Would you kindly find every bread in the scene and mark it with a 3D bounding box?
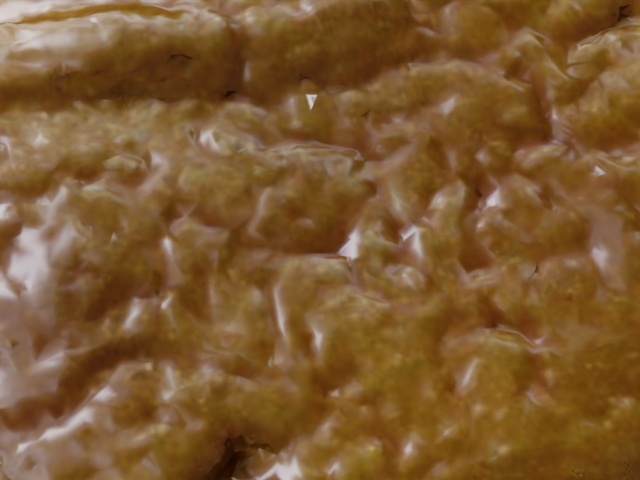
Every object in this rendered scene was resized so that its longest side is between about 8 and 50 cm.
[{"bbox_3d":[0.000,0.000,0.544,0.142,0.253,0.227,120,148,-71],"label":"bread"}]
